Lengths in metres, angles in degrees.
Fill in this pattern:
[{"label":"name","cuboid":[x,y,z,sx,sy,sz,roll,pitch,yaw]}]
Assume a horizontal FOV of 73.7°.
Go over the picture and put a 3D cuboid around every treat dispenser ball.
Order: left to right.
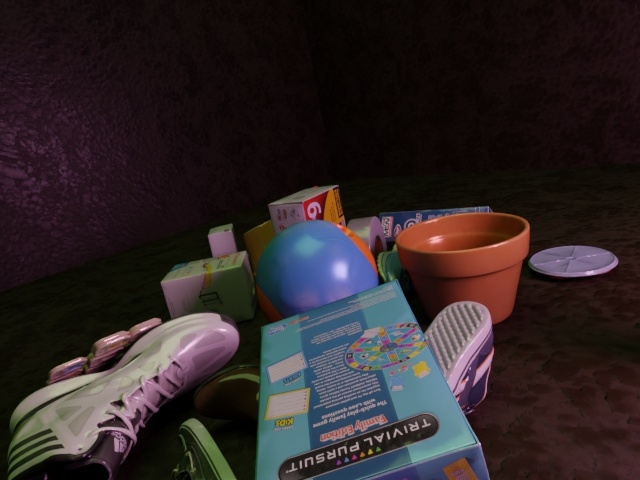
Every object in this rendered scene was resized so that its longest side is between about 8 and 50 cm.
[{"label":"treat dispenser ball","cuboid":[-0.008,0.095,1.002,0.287,0.289,0.288,-11,15,3]}]

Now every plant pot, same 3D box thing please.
[{"label":"plant pot","cuboid":[-0.157,0.036,1.412,0.205,0.188,0.205,-28,2,1]},{"label":"plant pot","cuboid":[0.335,0.070,0.997,0.290,0.204,0.291,-12,15,3]}]

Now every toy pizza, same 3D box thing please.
[{"label":"toy pizza","cuboid":[0.654,0.061,1.113,0.201,0.032,0.201,-12,15,3]}]

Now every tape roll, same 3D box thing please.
[{"label":"tape roll","cuboid":[0.135,0.044,1.212,0.072,0.220,0.219,-5,16,20]}]

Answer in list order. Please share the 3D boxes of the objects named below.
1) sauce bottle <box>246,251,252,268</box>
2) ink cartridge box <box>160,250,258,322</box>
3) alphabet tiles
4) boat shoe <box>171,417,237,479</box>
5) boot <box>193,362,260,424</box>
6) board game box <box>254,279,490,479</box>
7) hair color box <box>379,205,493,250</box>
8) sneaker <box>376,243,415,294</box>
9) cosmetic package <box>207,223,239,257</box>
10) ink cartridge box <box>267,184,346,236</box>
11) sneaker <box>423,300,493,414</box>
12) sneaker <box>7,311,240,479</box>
[{"label":"sauce bottle","cuboid":[-0.118,0.031,1.662,0.344,0.112,0.111,-16,16,-15]},{"label":"ink cartridge box","cuboid":[-0.319,0.149,1.276,0.232,0.169,0.171,-12,14,-2]},{"label":"alphabet tiles","cuboid":[-0.452,0.260,0.945,0.277,0.021,0.284,-20,-20,-47]},{"label":"boat shoe","cuboid":[-0.184,0.345,0.641,0.070,0.078,0.219,-20,19,-31]},{"label":"boot","cuboid":[-0.081,0.314,0.672,0.263,0.096,0.280,3,18,-9]},{"label":"board game box","cuboid":[0.041,0.211,0.606,0.253,0.079,0.336,-20,26,4]},{"label":"hair color box","cuboid":[0.375,-0.026,1.366,0.346,0.105,0.173,-2,-17,33]},{"label":"sneaker","cuboid":[0.254,0.073,1.193,0.147,0.130,0.330,-6,16,28]},{"label":"cosmetic package","cuboid":[-0.308,0.071,1.428,0.085,0.231,0.117,-14,15,-7]},{"label":"ink cartridge box","cuboid":[0.000,0.000,1.301,0.129,0.310,0.271,-1,19,33]},{"label":"sneaker","cuboid":[0.174,0.239,0.678,0.321,0.128,0.126,-34,29,-25]},{"label":"sneaker","cuboid":[-0.325,0.313,0.783,0.447,0.169,0.257,-26,28,-20]}]
